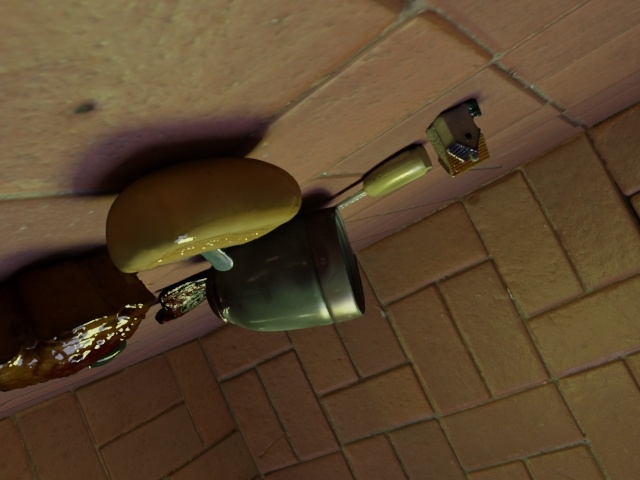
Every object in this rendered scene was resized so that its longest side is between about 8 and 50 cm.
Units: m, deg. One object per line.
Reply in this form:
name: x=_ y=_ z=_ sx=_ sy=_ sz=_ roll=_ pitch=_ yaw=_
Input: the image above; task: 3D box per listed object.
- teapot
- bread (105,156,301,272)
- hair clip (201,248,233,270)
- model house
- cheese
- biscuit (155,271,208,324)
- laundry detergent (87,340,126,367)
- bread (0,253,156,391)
teapot: x=-0.083 y=0.063 z=1.208 sx=0.312 sy=0.233 sz=0.315 roll=-13 pitch=-162 yaw=8
bread: x=-0.128 y=-0.037 z=0.615 sx=0.147 sy=0.098 sz=0.217 roll=-30 pitch=170 yaw=38
hair clip: x=-0.209 y=0.007 z=0.900 sx=0.039 sy=0.070 sz=0.229 roll=-24 pitch=167 yaw=13
model house: x=0.252 y=-0.177 z=0.982 sx=0.088 sy=0.100 sz=0.100 roll=-25 pitch=173 yaw=-8
cheese: x=0.116 y=-0.116 z=1.171 sx=0.255 sy=0.050 sz=0.127 roll=-28 pitch=175 yaw=30
biscuit: x=-0.341 y=0.146 z=1.414 sx=0.151 sy=0.063 sz=0.235 roll=-36 pitch=174 yaw=-29
laundry detergent: x=-0.627 y=0.314 z=1.574 sx=0.144 sy=0.078 sz=0.222 roll=-20 pitch=173 yaw=-33
bread: x=-0.344 y=0.111 z=0.780 sx=0.232 sy=0.135 sz=0.246 roll=-26 pitch=173 yaw=-8
